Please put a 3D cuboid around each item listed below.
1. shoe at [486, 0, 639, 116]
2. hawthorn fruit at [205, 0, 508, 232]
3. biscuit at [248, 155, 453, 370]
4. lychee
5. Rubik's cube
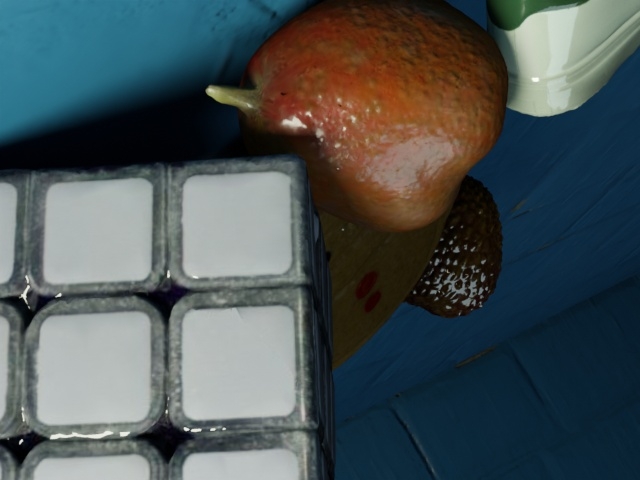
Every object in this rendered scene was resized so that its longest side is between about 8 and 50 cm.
[{"bbox_3d":[0.267,-0.267,0.987,0.363,0.132,0.160,-40,136,-19],"label":"shoe"},{"bbox_3d":[0.022,-0.107,0.920,0.251,0.199,0.199,1,148,-38],"label":"hawthorn fruit"},{"bbox_3d":[0.008,0.010,1.226,0.359,0.074,0.381,-48,153,-12],"label":"biscuit"},{"bbox_3d":[0.140,0.003,1.478,0.194,0.194,0.194,-28,165,-8],"label":"lychee"},{"bbox_3d":[-0.139,0.127,0.911,0.301,0.304,0.305,-2,163,3],"label":"Rubik's cube"}]
